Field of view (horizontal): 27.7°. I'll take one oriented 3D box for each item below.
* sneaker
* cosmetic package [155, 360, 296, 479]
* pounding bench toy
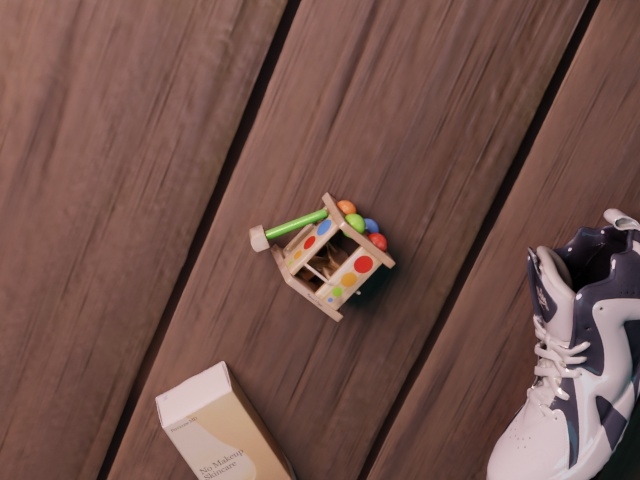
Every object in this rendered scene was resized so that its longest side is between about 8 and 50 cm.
[{"bbox_3d":[0.176,0.076,0.953,0.235,0.094,0.153,-45,117,10],"label":"sneaker"},{"bbox_3d":[-0.067,0.152,0.954,0.060,0.041,0.115,-30,120,2],"label":"cosmetic package"},{"bbox_3d":[0.000,0.000,0.888,0.083,0.052,0.065,38,102,-28],"label":"pounding bench toy"}]
